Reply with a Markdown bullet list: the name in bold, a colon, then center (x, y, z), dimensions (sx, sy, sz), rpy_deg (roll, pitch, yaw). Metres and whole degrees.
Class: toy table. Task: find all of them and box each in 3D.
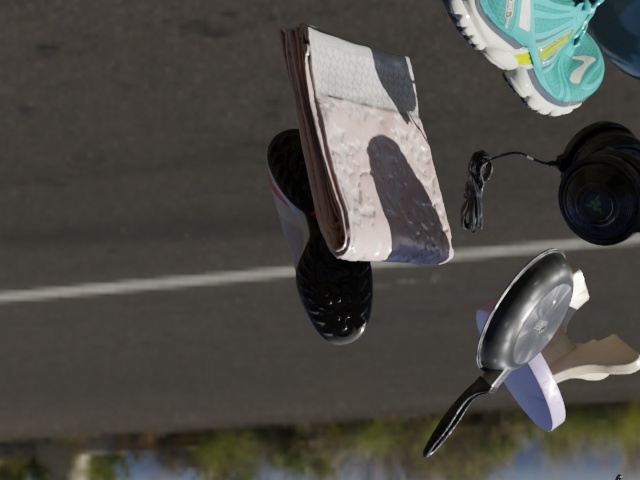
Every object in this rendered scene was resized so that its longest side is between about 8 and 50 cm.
- **toy table**: center (0.371, 0.166, 2.230), dimensions (0.161, 0.252, 0.274), rpy_deg (-34, 143, -10)

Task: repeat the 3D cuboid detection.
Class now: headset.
- **headset**: center (0.407, -0.061, 2.035), dimensions (0.394, 0.185, 0.243), rpy_deg (11, -157, 6)

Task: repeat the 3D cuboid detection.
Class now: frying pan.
- **frying pan**: center (0.242, 0.148, 1.893), dimensions (0.053, 0.326, 0.197), rpy_deg (34, 165, 28)

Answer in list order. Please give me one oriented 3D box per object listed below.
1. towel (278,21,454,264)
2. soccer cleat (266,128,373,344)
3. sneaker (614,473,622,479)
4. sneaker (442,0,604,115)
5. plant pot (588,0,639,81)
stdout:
- **towel**: center (0.073, -0.123, 1.912), dimensions (0.053, 0.317, 0.332), rpy_deg (-17, 169, 28)
- **soccer cleat**: center (0.000, 0.000, 1.994), dimensions (0.108, 0.318, 0.116), rpy_deg (-17, 165, -4)
- **sneaker**: center (0.347, 0.299, 1.599), dimensions (0.098, 0.069, 0.038), rpy_deg (-8, -171, -26)
- **sneaker**: center (0.187, -0.183, 1.148), dimensions (0.110, 0.107, 0.275), rpy_deg (-24, 157, 21)
- **plant pot**: center (0.408, -0.274, 1.541), dimensions (0.290, 0.290, 0.195), rpy_deg (8, 162, -40)
